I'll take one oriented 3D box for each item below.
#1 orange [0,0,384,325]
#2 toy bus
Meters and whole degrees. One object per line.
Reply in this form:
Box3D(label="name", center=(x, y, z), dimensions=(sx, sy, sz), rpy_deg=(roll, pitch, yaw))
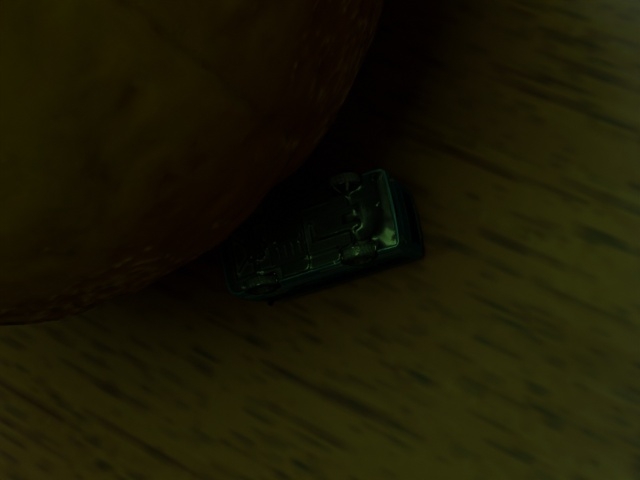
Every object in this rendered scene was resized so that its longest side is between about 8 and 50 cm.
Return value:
Box3D(label="orange", center=(-0.130, -0.127, 0.628), dimensions=(0.341, 0.293, 0.340), rpy_deg=(-10, 63, 19))
Box3D(label="toy bus", center=(0.000, 0.000, 0.673), dimensions=(0.083, 0.046, 0.038), rpy_deg=(-18, 72, 22))
